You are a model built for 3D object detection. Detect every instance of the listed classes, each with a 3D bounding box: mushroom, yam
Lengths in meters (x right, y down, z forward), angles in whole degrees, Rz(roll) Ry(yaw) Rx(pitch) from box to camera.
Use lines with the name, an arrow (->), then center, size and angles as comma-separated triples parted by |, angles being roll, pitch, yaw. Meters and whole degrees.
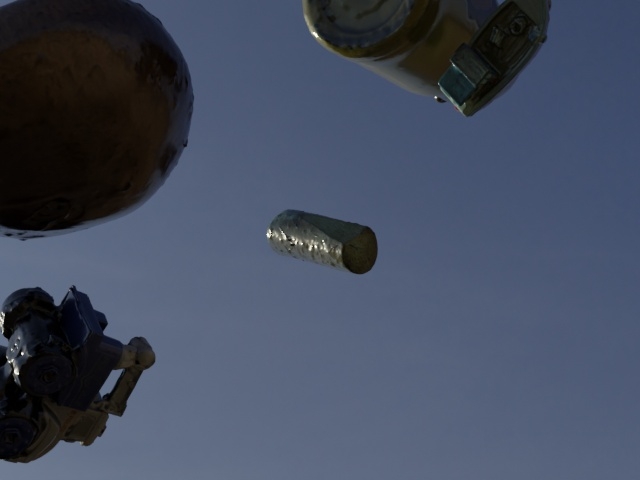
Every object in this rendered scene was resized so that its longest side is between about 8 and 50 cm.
mushroom -> -0.324, -0.155, 1.436 | 0.334, 0.356, 0.331 | -36, -41, -7
yam -> 0.000, 0.000, 1.689 | 0.068, 0.068, 0.169 | 29, -11, -38

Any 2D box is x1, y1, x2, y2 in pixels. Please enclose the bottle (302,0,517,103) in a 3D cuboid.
bottle -> 0.136, -0.263, 1.572 | 0.171, 0.171, 0.351 | -33, -23, 23

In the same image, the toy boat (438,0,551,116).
toy boat -> 0.196, -0.211, 1.422 | 0.173, 0.069, 0.059 | -48, -23, 21

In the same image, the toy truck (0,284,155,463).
toy truck -> -0.322, 0.172, 1.573 | 0.177, 0.161, 0.213 | 24, -73, -33
